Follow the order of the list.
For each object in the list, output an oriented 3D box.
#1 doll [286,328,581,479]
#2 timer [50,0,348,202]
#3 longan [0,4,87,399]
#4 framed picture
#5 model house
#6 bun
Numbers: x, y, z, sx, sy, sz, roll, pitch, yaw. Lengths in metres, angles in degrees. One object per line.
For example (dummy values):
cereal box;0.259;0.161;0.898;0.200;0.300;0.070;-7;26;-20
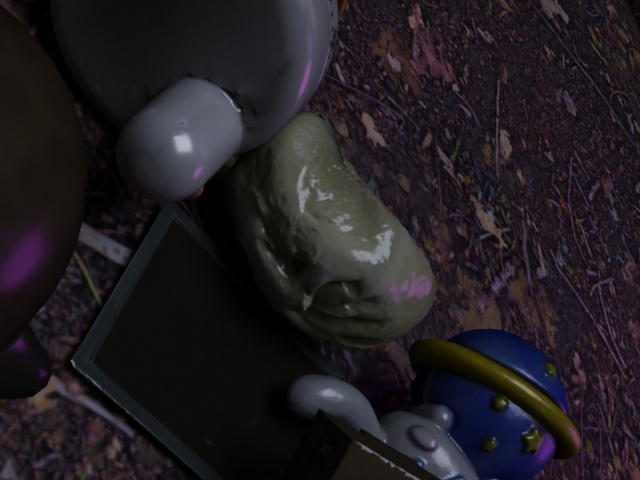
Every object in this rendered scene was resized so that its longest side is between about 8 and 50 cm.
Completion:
doll;0.103;0.174;0.894;0.311;0.159;0.243;36;83;-20
timer;-0.107;-0.169;0.746;0.233;0.233;0.240;54;33;-15
longan;-0.248;-0.005;0.430;0.300;0.243;0.300;-16;120;-30
framed picture;-0.082;0.111;0.797;0.252;0.014;0.197;48;38;-24
model house;0.009;0.277;0.713;0.180;0.176;0.248;32;85;-10
bun;0.000;0.000;0.862;0.229;0.145;0.229;53;-5;7
